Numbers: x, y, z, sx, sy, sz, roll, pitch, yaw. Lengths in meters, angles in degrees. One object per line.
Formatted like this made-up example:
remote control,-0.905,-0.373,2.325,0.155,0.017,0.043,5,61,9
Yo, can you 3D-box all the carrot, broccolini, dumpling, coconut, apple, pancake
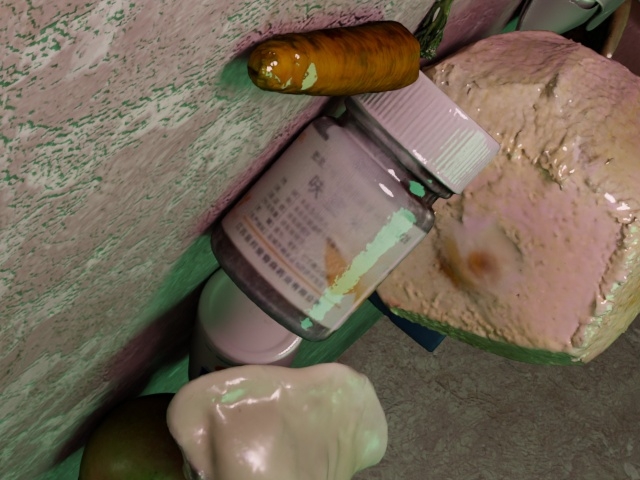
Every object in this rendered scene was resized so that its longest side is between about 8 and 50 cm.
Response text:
carrot,0.015,-0.151,1.114,0.066,0.066,0.314,-49,168,21
broccolini,0.128,-0.238,1.365,0.035,0.030,0.140,-49,172,-42
dumpling,-0.032,0.245,1.548,0.242,0.187,0.318,-32,140,-3
coconut,0.257,-0.056,1.625,0.404,0.404,0.404,-44,172,-8
apple,-0.198,0.276,1.689,0.207,0.174,0.188,-6,-151,22
pancake,0.379,-0.284,2.012,0.250,0.031,0.250,-56,-163,27

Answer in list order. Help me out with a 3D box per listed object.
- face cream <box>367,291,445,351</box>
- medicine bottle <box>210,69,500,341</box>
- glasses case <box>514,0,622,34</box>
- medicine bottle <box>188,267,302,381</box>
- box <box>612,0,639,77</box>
face cream,0.153,-0.002,1.932,0.249,0.225,0.249,-47,172,-9
medicine bottle,0.033,-0.045,1.343,0.273,0.165,0.165,-47,172,9
glasses case,0.366,-0.337,1.833,0.308,0.083,0.128,-36,167,-48
medicine bottle,-0.098,0.135,1.680,0.130,0.130,0.341,-43,172,-19
box,0.480,-0.244,2.344,0.339,0.229,0.239,-47,172,11
